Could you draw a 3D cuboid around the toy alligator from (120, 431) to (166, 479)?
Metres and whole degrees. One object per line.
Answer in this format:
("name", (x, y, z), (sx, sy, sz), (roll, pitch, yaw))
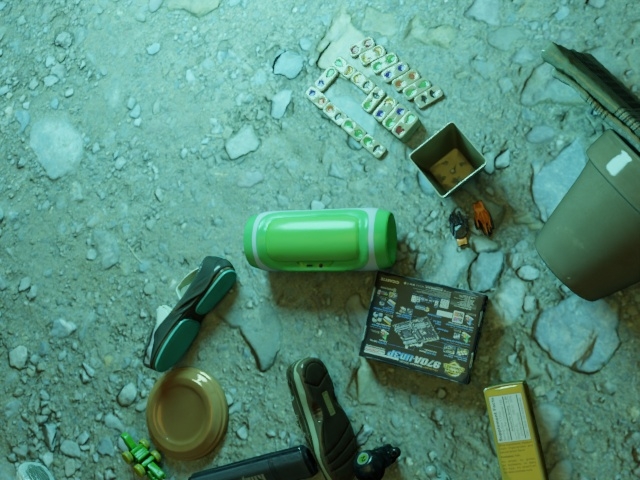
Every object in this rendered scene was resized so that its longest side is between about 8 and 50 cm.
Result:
("toy alligator", (-0.370, 0.494, 1.396), (0.189, 0.056, 0.051), (39, 137, 18))

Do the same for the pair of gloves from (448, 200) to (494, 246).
("pair of gloves", (0.297, -0.033, 1.273), (0.083, 0.010, 0.074), (-21, 77, 17))

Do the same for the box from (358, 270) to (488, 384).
("box", (0.199, 0.166, 1.254), (0.220, 0.051, 0.175), (11, 86, 19))

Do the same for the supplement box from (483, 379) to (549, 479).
("supplement box", (0.357, 0.373, 1.158), (0.080, 0.078, 0.234), (-11, 78, 19))

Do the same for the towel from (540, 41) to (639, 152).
("towel", (0.512, -0.201, 1.076), (0.324, 0.312, 0.056), (51, 123, 15))

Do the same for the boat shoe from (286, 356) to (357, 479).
("boat shoe", (-0.003, 0.360, 1.286), (0.095, 0.095, 0.258), (-22, 81, 50))

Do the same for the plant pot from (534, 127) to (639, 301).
("plant pot", (0.503, -0.022, 1.102), (0.263, 0.263, 0.229), (51, 118, 18))

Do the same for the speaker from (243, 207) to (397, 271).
("speaker", (0.000, 0.000, 1.306), (0.296, 0.131, 0.131), (-1, 82, 18))

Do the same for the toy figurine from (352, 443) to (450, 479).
("toy figurine", (0.134, 0.496, 1.175), (0.209, 0.148, 0.213), (24, 89, 20))

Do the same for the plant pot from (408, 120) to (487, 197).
("plant pot", (0.253, -0.146, 1.258), (0.109, 0.096, 0.109), (-38, 72, 9))

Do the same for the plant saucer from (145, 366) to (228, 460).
("plant saucer", (-0.296, 0.375, 1.394), (0.199, 0.037, 0.200), (-3, 81, 18))

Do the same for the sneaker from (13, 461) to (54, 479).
("sneaker", (-0.625, 0.618, 1.449), (0.232, 0.090, 0.115), (43, 103, 28))

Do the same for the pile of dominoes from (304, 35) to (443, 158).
("pile of dominoes", (0.108, -0.314, 1.361), (0.251, 0.040, 0.196), (43, 97, 18))

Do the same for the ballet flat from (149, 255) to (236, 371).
("ballet flat", (-0.292, 0.151, 1.404), (0.096, 0.095, 0.280), (34, 83, 29))

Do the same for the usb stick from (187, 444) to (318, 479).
("usb stick", (-0.140, 0.478, 1.313), (0.277, 0.045, 0.077), (-19, 115, 15))
